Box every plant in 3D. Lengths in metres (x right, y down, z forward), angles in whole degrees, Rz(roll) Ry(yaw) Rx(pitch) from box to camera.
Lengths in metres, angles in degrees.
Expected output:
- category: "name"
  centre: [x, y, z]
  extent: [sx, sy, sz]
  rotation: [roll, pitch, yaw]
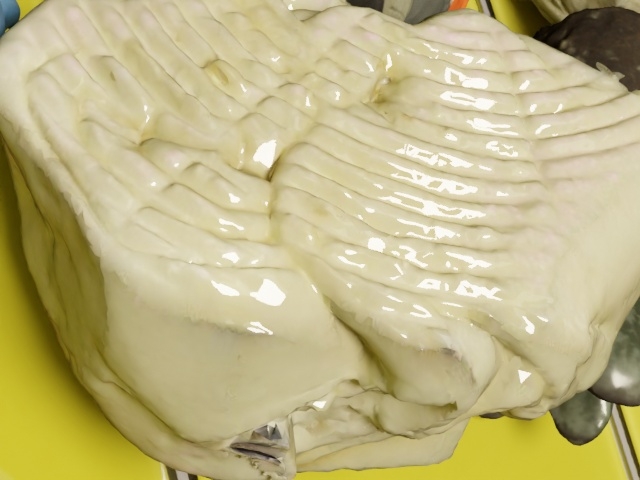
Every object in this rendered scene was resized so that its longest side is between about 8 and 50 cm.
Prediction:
- category: "plant"
  centre: [0.168, -0.008, 0.652]
  extent: [0.149, 0.146, 0.274]
  rotation: [23, 67, -12]

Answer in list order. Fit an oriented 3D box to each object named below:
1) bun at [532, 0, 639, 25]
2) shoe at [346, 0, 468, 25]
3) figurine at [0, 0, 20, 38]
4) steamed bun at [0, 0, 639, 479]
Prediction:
- category: "bun"
  centre: [0.240, -0.189, 0.714]
  extent: [0.231, 0.231, 0.133]
  rotation: [27, 80, -23]
- category: "shoe"
  centre: [0.044, -0.285, 0.660]
  extent: [0.171, 0.132, 0.336]
  rotation: [-6, 88, -43]
- category: "figurine"
  centre: [-0.187, -0.165, 0.447]
  extent: [0.143, 0.162, 0.263]
  rotation: [23, 85, 14]
- category: "steamed bun"
  centre: [0.000, 0.000, 0.506]
  extent: [0.320, 0.206, 0.275]
  rotation: [22, 51, 5]
